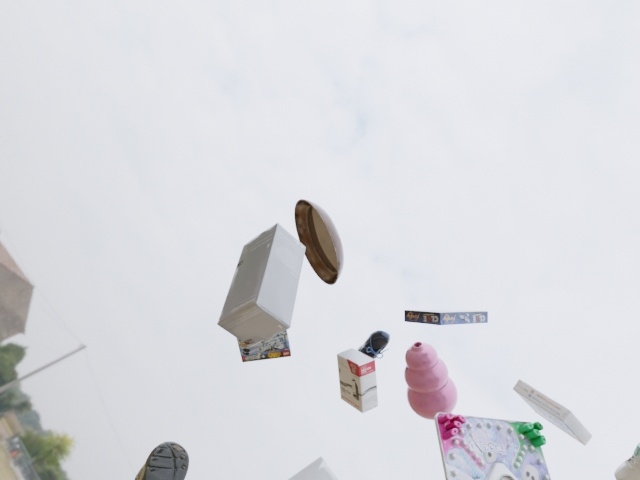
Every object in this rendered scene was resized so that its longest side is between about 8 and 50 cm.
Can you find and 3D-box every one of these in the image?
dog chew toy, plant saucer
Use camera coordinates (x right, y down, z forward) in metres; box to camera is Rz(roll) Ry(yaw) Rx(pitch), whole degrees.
[{"bbox_3d":[0.432,0.558,1.970,0.207,0.207,0.331,5,-60,49],"label":"dog chew toy"},{"bbox_3d":[0.000,0.000,1.660,0.310,0.050,0.310,50,-28,39],"label":"plant saucer"}]

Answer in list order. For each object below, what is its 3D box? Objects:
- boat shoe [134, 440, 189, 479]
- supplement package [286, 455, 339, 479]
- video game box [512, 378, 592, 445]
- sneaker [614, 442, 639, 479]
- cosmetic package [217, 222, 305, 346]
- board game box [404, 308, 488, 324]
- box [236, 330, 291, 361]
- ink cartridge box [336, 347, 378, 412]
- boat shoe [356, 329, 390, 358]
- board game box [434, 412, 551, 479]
[{"bbox_3d":[-0.400,0.621,1.087,0.123,0.324,0.120,35,-46,-11],"label":"boat shoe"},{"bbox_3d":[-0.041,0.951,1.730,0.204,0.262,0.145,39,-34,44],"label":"supplement package"},{"bbox_3d":[0.732,0.542,1.541,0.205,0.048,0.187,43,-5,-32],"label":"video game box"},{"bbox_3d":[0.960,0.647,1.453,0.094,0.080,0.212,39,-68,-16],"label":"sneaker"},{"bbox_3d":[-0.119,0.092,1.041,0.127,0.237,0.107,-32,-61,30],"label":"cosmetic package"},{"bbox_3d":[0.435,0.264,1.686,0.165,0.243,0.042,-7,-100,56],"label":"board game box"},{"bbox_3d":[-0.153,0.280,1.322,0.027,0.137,0.093,-97,180,-63],"label":"box"},{"bbox_3d":[0.097,0.366,1.277,0.099,0.056,0.135,12,-69,56],"label":"ink cartridge box"},{"bbox_3d":[0.232,0.488,2.146,0.109,0.089,0.258,26,-43,1],"label":"boat shoe"},{"bbox_3d":[0.508,0.670,1.307,0.050,0.390,0.389,-50,-145,45],"label":"board game box"}]
